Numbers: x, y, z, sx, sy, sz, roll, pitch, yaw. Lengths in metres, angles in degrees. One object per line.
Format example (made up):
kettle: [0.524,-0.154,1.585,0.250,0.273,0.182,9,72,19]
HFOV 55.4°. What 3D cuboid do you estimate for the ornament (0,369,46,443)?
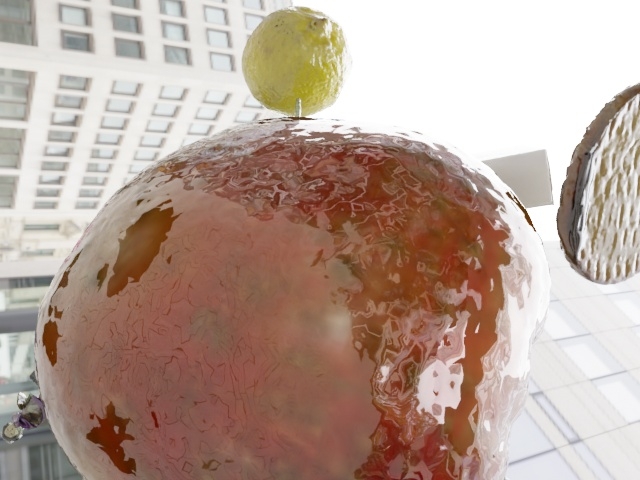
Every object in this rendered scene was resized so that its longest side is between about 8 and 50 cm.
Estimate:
ornament: [-0.483,0.289,1.031,0.203,0.088,0.081,-47,-169,16]

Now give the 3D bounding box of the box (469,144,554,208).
box: [0.307,-0.116,1.246,0.203,0.274,0.116,-63,143,-76]

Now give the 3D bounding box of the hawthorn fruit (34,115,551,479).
hawthorn fruit: [-0.032,0.077,0.512,0.403,0.403,0.403,4,-85,57]

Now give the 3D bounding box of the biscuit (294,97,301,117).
biscuit: [-0.052,-0.202,1.308,0.231,0.016,0.139,-90,-177,-52]

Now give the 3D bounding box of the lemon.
lemon: [-0.061,-0.438,1.525,0.322,0.268,0.268,144,-61,-63]

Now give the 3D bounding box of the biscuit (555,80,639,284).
biscuit: [0.470,-0.083,0.921,0.040,0.318,0.318,32,-62,52]

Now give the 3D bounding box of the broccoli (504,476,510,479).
broccoli: [0.164,0.448,0.748,0.302,0.186,0.254,-63,-170,1]
